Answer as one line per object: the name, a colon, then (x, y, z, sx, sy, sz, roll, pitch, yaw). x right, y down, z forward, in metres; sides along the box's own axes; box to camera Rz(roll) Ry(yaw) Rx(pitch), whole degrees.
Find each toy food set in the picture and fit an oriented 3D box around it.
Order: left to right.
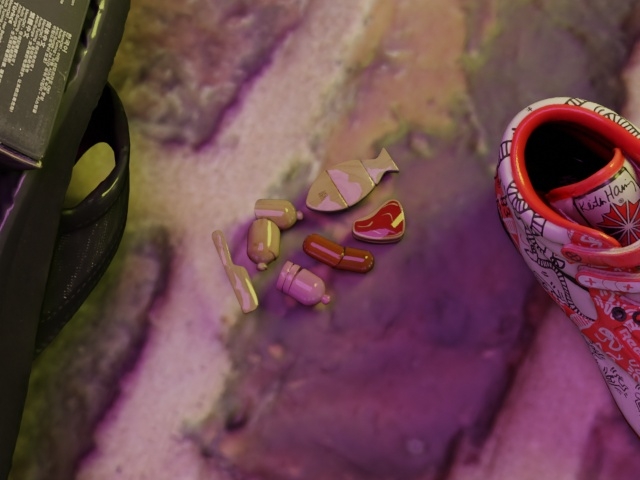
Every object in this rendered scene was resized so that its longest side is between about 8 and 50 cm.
toy food set: (0.000, 0.000, 0.985, 0.122, 0.019, 0.078, -22, 73, -6)

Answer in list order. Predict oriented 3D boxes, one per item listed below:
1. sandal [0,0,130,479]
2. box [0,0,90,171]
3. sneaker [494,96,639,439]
sandal: (-0.196, 0.012, 0.960, 0.168, 0.107, 0.445, 7, 79, 38)
box: (-0.251, -0.237, 0.976, 0.318, 0.097, 0.395, 0, 71, 40)
sneaker: (0.187, 0.039, 0.880, 0.090, 0.145, 0.270, -36, 73, -2)
